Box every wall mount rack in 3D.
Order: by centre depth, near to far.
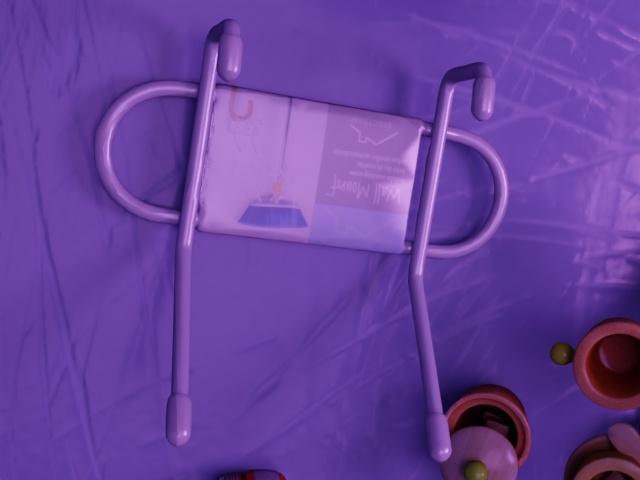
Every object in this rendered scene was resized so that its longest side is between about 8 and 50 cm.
[{"bbox_3d":[0.000,0.000,0.848,0.350,0.130,0.304,7,94,-16],"label":"wall mount rack"}]

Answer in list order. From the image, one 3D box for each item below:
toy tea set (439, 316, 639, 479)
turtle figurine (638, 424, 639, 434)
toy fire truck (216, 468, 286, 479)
[{"bbox_3d":[0.257,0.146,0.868,0.336,0.124,0.200,-29,91,17],"label":"toy tea set"},{"bbox_3d":[0.337,0.241,0.985,0.234,0.118,0.175,-34,104,-5],"label":"turtle figurine"},{"bbox_3d":[-0.008,0.275,0.907,0.135,0.047,0.192,-10,98,-6],"label":"toy fire truck"}]
